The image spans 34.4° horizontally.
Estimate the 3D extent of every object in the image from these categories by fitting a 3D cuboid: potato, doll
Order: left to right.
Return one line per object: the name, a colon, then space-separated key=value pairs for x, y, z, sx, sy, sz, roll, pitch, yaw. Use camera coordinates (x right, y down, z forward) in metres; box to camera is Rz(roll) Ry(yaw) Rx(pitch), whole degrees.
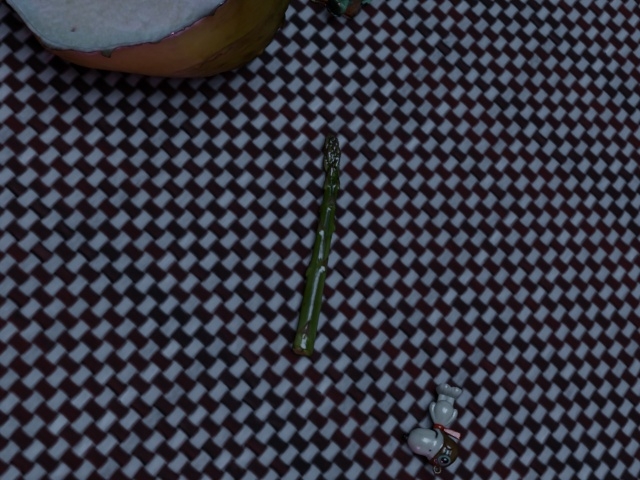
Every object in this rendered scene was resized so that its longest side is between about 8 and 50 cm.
potato: x=-0.168 y=-0.271 z=1.031 sx=0.299 sy=0.196 sz=0.247 roll=12 pitch=83 yaw=14
doll: x=0.125 y=0.194 z=1.063 sx=0.058 sy=0.040 sz=0.085 roll=36 pitch=66 yaw=6

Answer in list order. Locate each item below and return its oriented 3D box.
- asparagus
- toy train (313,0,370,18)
asparagus: x=0.000 y=0.000 z=1.085 sx=0.024 sy=0.025 sz=0.249 roll=-1 pitch=69 yaw=25
toy train: x=0.042 y=-0.341 z=1.174 sx=0.099 sy=0.072 sz=0.188 roll=32 pitch=66 yaw=-8
